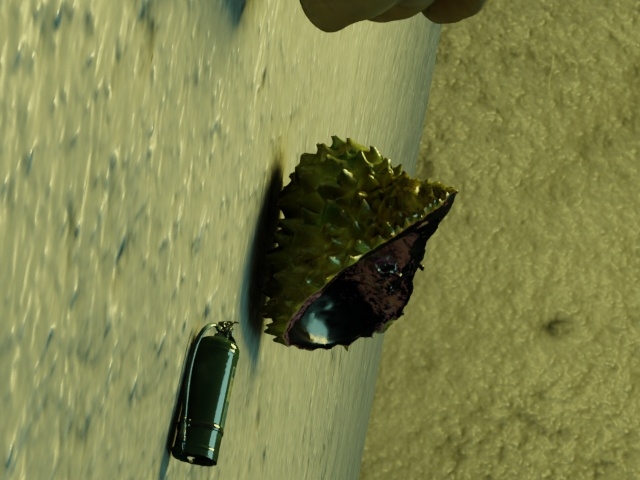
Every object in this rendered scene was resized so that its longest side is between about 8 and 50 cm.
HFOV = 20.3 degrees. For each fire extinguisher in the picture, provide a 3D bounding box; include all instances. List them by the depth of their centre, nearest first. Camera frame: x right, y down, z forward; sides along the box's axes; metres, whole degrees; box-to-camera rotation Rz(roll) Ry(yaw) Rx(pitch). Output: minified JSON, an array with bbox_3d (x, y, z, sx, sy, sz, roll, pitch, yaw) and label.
[{"bbox_3d":[-0.060,0.076,0.952,0.038,0.025,0.083,46,51,-54],"label":"fire extinguisher"}]

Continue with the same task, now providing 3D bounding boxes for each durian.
[{"bbox_3d":[-0.001,-0.003,1.190,0.108,0.119,0.187,62,-24,22],"label":"durian"}]

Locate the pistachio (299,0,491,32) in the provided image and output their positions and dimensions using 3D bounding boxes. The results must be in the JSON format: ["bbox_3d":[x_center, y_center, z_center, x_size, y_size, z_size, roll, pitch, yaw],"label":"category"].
[{"bbox_3d":[0.055,-0.243,0.899,0.181,0.162,0.293,-125,-148,-52],"label":"pistachio"}]
